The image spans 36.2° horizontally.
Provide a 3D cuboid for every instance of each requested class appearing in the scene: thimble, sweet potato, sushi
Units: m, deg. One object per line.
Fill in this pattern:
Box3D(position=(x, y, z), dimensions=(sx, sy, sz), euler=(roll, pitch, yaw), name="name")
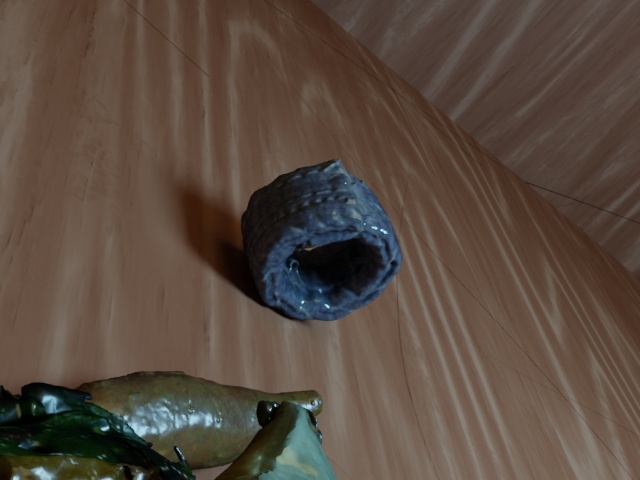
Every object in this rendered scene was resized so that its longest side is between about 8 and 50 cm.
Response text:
Box3D(position=(-0.002, 0.001, 0.969), dimensions=(0.150, 0.150, 0.098), euler=(31, 27, -35), name="thimble")
Box3D(position=(-0.114, 0.115, 0.639), dimensions=(0.314, 0.066, 0.072), euler=(13, 30, -52), name="sweet potato")
Box3D(position=(-0.142, 0.126, 0.428), dimensions=(0.287, 0.149, 0.140), euler=(51, 35, -66), name="sushi")

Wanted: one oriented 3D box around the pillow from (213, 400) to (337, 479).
Box3D(position=(-0.025, 0.243, 0.335), dimensions=(0.310, 0.119, 0.312), euler=(-41, 122, -79), name="pillow")
